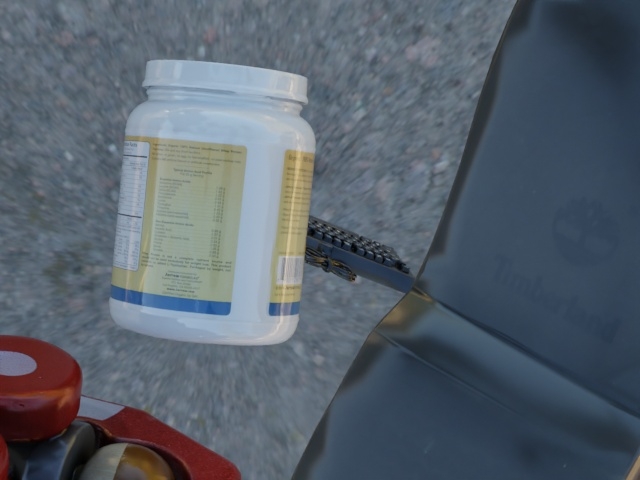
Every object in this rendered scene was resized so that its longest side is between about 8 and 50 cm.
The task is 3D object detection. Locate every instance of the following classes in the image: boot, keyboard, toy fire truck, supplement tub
[{"bbox_3d":[0.102,-0.008,0.385,0.112,0.115,0.305,38,100,26],"label":"boot"},{"bbox_3d":[0.000,0.000,1.210,0.180,0.108,0.023,20,109,-19],"label":"keyboard"},{"bbox_3d":[-0.159,0.194,0.879,0.253,0.302,0.169,15,110,8],"label":"toy fire truck"},{"bbox_3d":[-0.079,-0.028,1.026,0.144,0.144,0.200,6,92,-4],"label":"supplement tub"}]
